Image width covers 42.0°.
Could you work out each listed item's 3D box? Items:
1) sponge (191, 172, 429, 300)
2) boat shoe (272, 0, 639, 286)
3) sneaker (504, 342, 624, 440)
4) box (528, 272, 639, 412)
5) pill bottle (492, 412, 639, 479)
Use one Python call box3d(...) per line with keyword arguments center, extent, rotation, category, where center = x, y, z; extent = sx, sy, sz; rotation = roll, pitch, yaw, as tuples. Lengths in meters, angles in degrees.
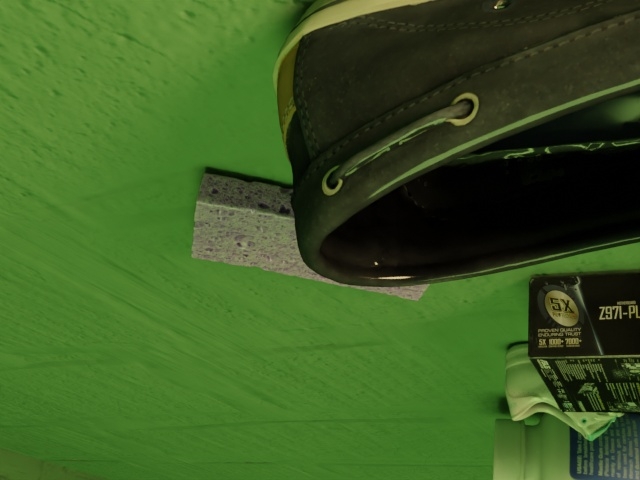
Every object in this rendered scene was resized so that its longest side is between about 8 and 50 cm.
box3d(center=(0.000, 0.000, 0.694), extent=(0.210, 0.031, 0.117), rotation=(11, 155, -7), category="sponge")
box3d(center=(0.204, -0.060, 0.366), extent=(0.500, 0.156, 0.187), rotation=(-6, 150, 24), category="boat shoe")
box3d(center=(0.304, 0.167, 0.887), extent=(0.212, 0.094, 0.080), rotation=(1, 153, 14), category="sneaker")
box3d(center=(0.281, 0.099, 0.768), extent=(0.147, 0.078, 0.180), rotation=(-4, 153, 25), category="box")
box3d(center=(0.362, 0.296, 1.079), extent=(0.272, 0.152, 0.152), rotation=(2, 155, 13), category="pill bottle")
